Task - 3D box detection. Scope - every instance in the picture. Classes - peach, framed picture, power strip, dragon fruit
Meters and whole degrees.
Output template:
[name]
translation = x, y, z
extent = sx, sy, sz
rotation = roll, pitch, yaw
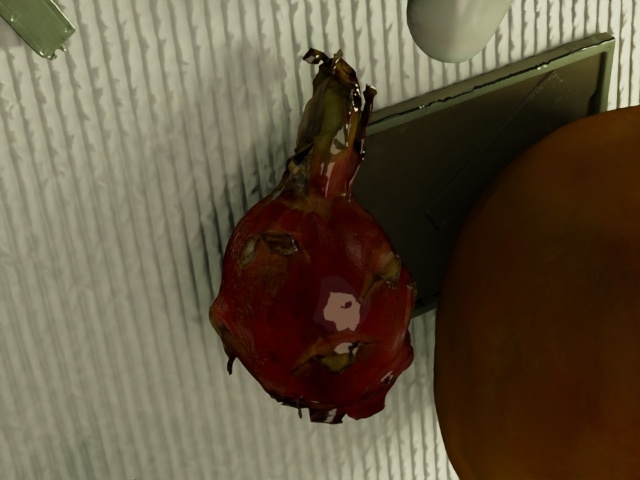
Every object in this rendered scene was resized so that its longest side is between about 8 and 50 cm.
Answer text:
[peach]
translation = 0.241, 0.085, 1.146
extent = 0.342, 0.301, 0.343
rotation = -23, 132, -27
[framed picture]
translation = 0.099, -0.032, 1.178
extent = 0.250, 0.016, 0.184
rotation = -22, 133, -27
[power strip]
translation = -0.157, -0.125, 0.889
extent = 0.027, 0.017, 0.083
rotation = -43, 138, -4
[dragon fruit]
translation = 0.000, 0.000, 1.051
extent = 0.125, 0.125, 0.246
rotation = -16, 122, -45

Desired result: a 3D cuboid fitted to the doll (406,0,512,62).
[doll]
translation = 0.210, -0.286, 0.898
extent = 0.376, 0.187, 0.366
rotation = -7, 93, 9
